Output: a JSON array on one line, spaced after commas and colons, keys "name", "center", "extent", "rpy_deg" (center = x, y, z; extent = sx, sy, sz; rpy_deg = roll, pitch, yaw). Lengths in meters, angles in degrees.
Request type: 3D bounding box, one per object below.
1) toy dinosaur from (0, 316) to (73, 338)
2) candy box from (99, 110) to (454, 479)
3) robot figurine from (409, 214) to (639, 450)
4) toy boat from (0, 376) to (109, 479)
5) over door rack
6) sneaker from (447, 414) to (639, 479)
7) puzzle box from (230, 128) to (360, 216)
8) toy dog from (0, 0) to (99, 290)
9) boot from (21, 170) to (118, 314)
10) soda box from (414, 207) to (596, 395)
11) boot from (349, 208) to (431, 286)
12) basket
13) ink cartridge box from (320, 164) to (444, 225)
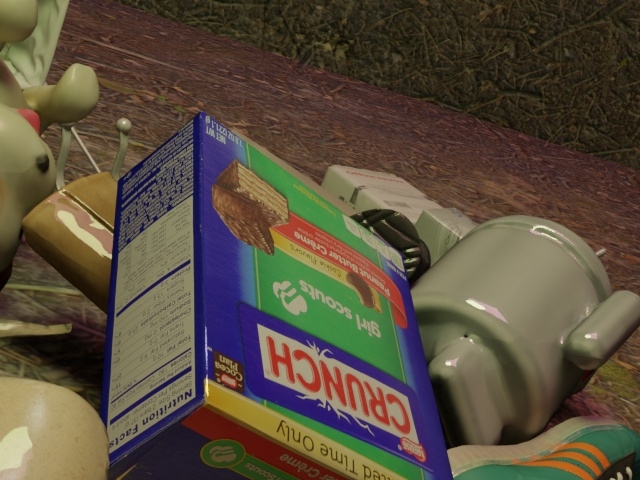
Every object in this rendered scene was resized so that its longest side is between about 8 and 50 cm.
[{"name": "toy dinosaur", "center": [-0.344, 0.092, 0.881], "extent": [0.268, 0.064, 0.118], "rpy_deg": [5, 45, -5]}, {"name": "candy box", "center": [-0.035, 0.087, 0.894], "extent": [0.268, 0.122, 0.317], "rpy_deg": [34, 32, -33]}, {"name": "robot figurine", "center": [0.189, 0.099, 1.180], "extent": [0.300, 0.200, 0.353], "rpy_deg": [-2, 24, 38]}, {"name": "toy boat", "center": [-0.263, 0.160, 0.651], "extent": [0.267, 0.148, 0.318], "rpy_deg": [-30, 35, -20]}, {"name": "over door rack", "center": [-0.374, -0.147, 1.420], "extent": [0.324, 0.108, 0.239], "rpy_deg": [45, 23, 22]}, {"name": "sneaker", "center": [0.225, 0.249, 1.032], "extent": [0.302, 0.108, 0.121], "rpy_deg": [-4, 29, -37]}, {"name": "puzzle box", "center": [0.000, 0.000, 1.467], "extent": [0.409, 0.052, 0.272], "rpy_deg": [34, 19, 3]}, {"name": "toy dog", "center": [-0.420, -0.123, 1.084], "extent": [0.395, 0.285, 0.408], "rpy_deg": [-30, 54, -17]}, {"name": "boot", "center": [-0.173, 0.069, 0.997], "extent": [0.269, 0.089, 0.236], "rpy_deg": [42, 27, 8]}, {"name": "soda box", "center": [0.233, 0.075, 1.405], "extent": [0.286, 0.098, 0.091], "rpy_deg": [41, 24, 26]}, {"name": "boot", "center": [-0.041, 0.060, 1.220], "extent": [0.338, 0.118, 0.223], "rpy_deg": [-10, -8, 4]}, {"name": "basket", "center": [-0.398, -0.286, 1.393], "extent": [0.113, 0.167, 0.103], "rpy_deg": [11, 12, -36]}, {"name": "ink cartridge box", "center": [0.113, -0.033, 1.761], "extent": [0.158, 0.092, 0.218], "rpy_deg": [7, 23, -36]}]
